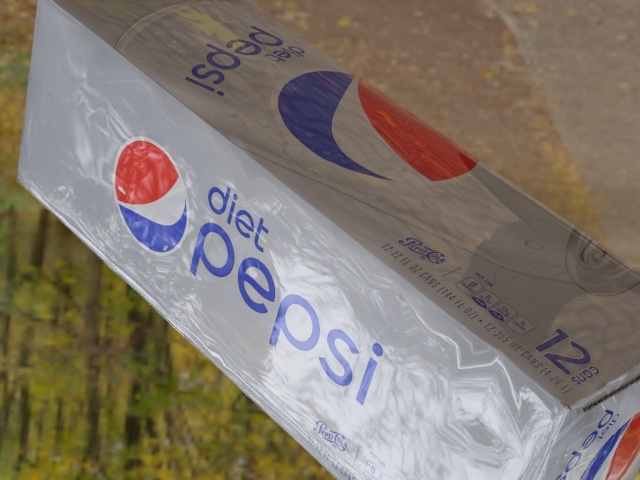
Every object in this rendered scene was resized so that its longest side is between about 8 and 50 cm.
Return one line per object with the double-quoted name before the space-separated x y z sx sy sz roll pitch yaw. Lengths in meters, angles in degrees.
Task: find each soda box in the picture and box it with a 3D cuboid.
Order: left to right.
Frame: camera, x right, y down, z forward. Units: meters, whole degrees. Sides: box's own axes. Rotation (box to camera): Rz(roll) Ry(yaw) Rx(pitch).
"soda box" 0.000 0.000 0.527 0.091 0.098 0.286 -19 -133 -42
